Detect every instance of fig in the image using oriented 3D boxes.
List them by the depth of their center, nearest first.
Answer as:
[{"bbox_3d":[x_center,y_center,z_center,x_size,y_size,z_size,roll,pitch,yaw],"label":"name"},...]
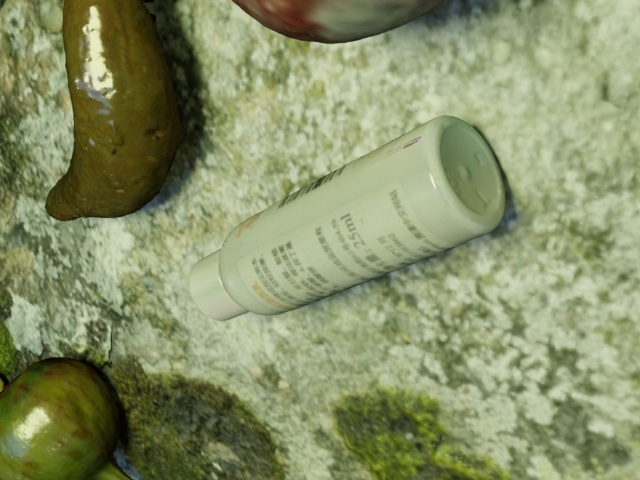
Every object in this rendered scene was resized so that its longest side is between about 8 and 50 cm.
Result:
[{"bbox_3d":[-0.249,0.236,0.838,0.245,0.149,0.149,40,131,-8],"label":"fig"}]

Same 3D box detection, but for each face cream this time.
[{"bbox_3d":[0.000,0.000,0.547,0.269,0.082,0.082,-24,94,40],"label":"face cream"}]

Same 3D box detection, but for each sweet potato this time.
[{"bbox_3d":[-0.164,-0.107,0.614,0.124,0.098,0.310,53,136,34],"label":"sweet potato"}]

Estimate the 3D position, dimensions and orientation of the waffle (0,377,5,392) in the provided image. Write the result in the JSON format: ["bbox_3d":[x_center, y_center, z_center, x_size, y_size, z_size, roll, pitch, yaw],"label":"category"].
[{"bbox_3d":[-0.485,0.223,1.035,0.238,0.059,0.243,41,126,19],"label":"waffle"}]

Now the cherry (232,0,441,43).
[{"bbox_3d":[0.006,-0.238,0.354,0.236,0.213,0.285,41,152,45],"label":"cherry"}]
